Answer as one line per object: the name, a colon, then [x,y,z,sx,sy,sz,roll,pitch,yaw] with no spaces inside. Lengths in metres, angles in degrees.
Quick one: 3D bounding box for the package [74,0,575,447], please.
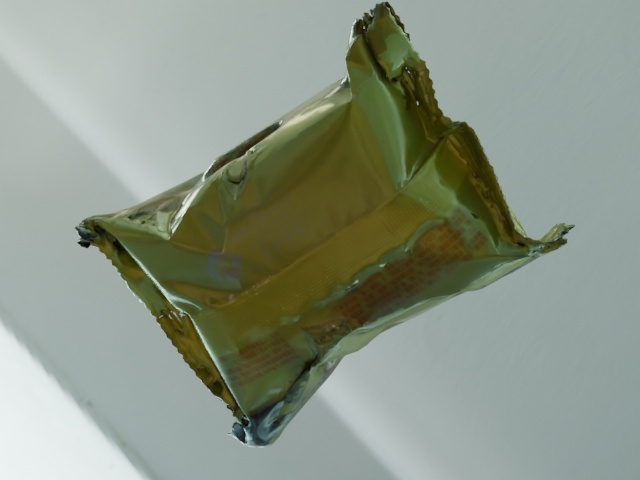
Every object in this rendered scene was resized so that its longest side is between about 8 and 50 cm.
package: [0.000,0.000,0.765,0.226,0.090,0.168,-32,-74,22]
